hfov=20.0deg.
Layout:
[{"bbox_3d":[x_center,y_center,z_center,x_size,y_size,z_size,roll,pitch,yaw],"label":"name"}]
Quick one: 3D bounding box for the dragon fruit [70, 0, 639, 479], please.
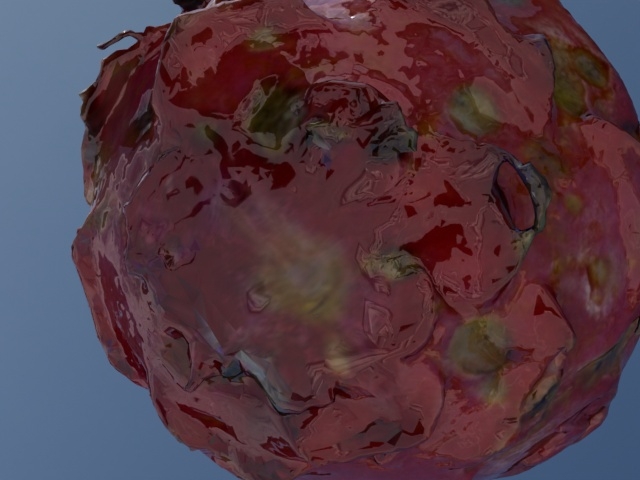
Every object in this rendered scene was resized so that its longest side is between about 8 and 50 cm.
[{"bbox_3d":[0.000,0.000,1.090,0.386,0.249,0.371,47,-60,10],"label":"dragon fruit"}]
